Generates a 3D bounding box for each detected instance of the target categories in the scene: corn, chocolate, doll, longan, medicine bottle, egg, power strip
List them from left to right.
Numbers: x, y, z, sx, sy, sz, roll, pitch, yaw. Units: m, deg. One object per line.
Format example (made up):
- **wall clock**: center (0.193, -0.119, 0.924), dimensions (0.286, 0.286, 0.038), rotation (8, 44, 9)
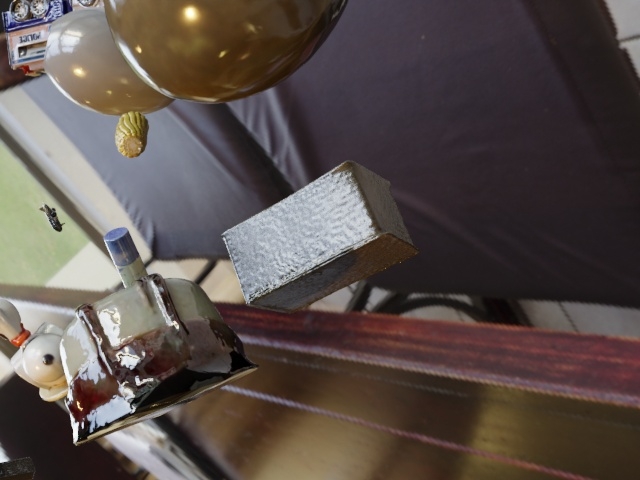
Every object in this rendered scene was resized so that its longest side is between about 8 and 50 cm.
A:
- **power strip**: center (-0.594, 0.437, 1.560), dimensions (0.038, 0.111, 0.029), rotation (49, 125, 36)
- **doll**: center (-0.562, 0.183, 1.604), dimensions (0.271, 0.144, 0.208), rotation (37, 161, 11)
- **egg**: center (-0.345, -0.298, 1.407), dimensions (0.232, 0.176, 0.176), rotation (13, 162, -21)
- **corn**: center (-0.204, -0.115, 0.899), dimensions (0.037, 0.037, 0.092), rotation (54, -177, -25)
- **medicine bottle**: center (-0.409, 0.082, 1.834), dimensions (0.059, 0.059, 0.231), rotation (13, 131, 43)
- **chocolate**: center (-0.252, 0.156, 1.192), dimensions (0.186, 0.284, 0.283), rotation (66, 154, 7)
- **longan**: center (-0.098, -0.321, 0.947), dimensions (0.288, 0.350, 0.288), rotation (29, 168, 7)

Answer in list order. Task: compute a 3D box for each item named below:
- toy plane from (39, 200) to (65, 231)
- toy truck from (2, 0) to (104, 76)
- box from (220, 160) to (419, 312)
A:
- **toy plane**: center (-0.630, -0.054, 1.956), dimensions (0.083, 0.031, 0.078), rotation (61, 173, -32)
- **toy truck**: center (-0.545, -0.454, 1.808), dimensions (0.268, 0.124, 0.155), rotation (-5, 92, 22)
- **box**: center (0.001, 0.002, 1.397), dimensions (0.184, 0.273, 0.143), rotation (20, -135, -64)
